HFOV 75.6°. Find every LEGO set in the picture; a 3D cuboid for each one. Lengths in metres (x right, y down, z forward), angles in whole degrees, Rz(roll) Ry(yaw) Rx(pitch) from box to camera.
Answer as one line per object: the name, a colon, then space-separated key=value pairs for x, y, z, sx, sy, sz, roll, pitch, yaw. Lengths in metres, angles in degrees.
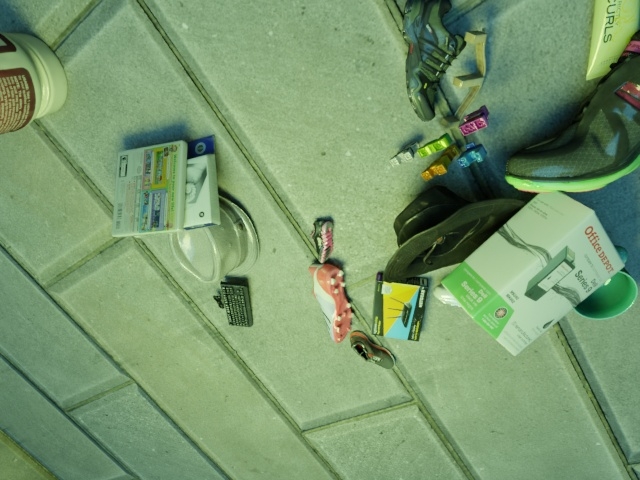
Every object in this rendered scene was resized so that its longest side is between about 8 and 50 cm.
LEGO set: x=0.264 y=-0.191 z=0.843 sx=0.227 sy=0.093 sz=0.087 roll=-16 pitch=117 yaw=52

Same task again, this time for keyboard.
keyboard: x=-0.256 y=0.187 z=1.191 sx=0.108 sy=0.023 sz=0.180 roll=8 pitch=130 yaw=9

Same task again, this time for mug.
mug: x=0.623 y=0.088 z=0.919 sx=0.129 sy=0.097 sz=0.158 roll=41 pitch=118 yaw=-9

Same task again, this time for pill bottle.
pill bottle: x=-0.743 y=-0.317 z=0.842 sx=0.223 sy=0.392 sz=0.224 roll=5 pitch=118 yaw=10

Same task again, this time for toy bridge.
toy bridge: x=0.289 y=-0.312 z=0.803 sx=0.063 sy=0.026 sz=0.188 roll=-17 pitch=137 yaw=-23

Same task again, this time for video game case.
video game case: x=-0.399 y=-0.118 z=0.963 sx=0.193 sy=0.023 sz=0.213 roll=-4 pitch=79 yaw=20

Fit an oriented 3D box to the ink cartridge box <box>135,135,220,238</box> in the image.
ink cartridge box: x=-0.350 y=-0.130 z=0.984 sx=0.223 sy=0.045 sz=0.224 roll=-10 pitch=79 yaw=17

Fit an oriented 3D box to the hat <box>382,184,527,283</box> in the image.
hat: x=0.256 y=-0.037 z=0.892 sx=0.331 sy=0.331 sz=0.134 roll=-41 pitch=61 yaw=27

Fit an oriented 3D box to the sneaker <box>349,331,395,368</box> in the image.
sneaker: x=0.142 y=0.328 z=1.171 sx=0.158 sy=0.065 sz=0.061 roll=36 pitch=119 yaw=-7

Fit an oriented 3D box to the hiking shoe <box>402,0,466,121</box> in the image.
hiking shoe: x=0.220 y=-0.344 z=0.788 sx=0.114 sy=0.086 sz=0.227 roll=-3 pitch=116 yaw=18

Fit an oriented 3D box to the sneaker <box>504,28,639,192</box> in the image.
sneaker: x=0.542 y=-0.248 z=0.725 sx=0.482 sy=0.185 sz=0.202 roll=-31 pitch=106 yaw=14

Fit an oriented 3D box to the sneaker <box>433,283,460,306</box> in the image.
sneaker: x=0.392 y=0.105 z=0.996 sx=0.234 sy=0.090 sz=0.095 roll=-4 pitch=108 yaw=7

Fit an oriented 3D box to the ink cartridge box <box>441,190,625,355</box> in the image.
ink cartridge box: x=0.430 y=0.067 z=0.841 sx=0.289 sy=0.121 sz=0.211 roll=-45 pitch=124 yaw=11

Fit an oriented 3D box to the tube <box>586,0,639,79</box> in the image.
tube: x=0.511 y=-0.410 z=0.707 sx=0.070 sy=0.062 sz=0.240 roll=12 pitch=130 yaw=41

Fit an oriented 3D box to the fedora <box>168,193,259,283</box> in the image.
fedora: x=-0.295 y=0.013 z=1.070 sx=0.243 sy=0.124 sz=0.276 roll=-3 pitch=116 yaw=15

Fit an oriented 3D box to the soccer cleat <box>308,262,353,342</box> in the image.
soccer cleat: x=0.027 y=0.169 z=1.117 sx=0.095 sy=0.083 sz=0.248 roll=17 pitch=130 yaw=38

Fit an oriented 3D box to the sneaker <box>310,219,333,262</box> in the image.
sneaker: x=0.000 y=0.000 z=1.050 sx=0.057 sy=0.047 sz=0.119 roll=19 pitch=122 yaw=28

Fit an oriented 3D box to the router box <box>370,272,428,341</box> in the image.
router box: x=0.205 y=0.177 z=1.088 sx=0.133 sy=0.046 sz=0.179 roll=6 pitch=118 yaw=10
